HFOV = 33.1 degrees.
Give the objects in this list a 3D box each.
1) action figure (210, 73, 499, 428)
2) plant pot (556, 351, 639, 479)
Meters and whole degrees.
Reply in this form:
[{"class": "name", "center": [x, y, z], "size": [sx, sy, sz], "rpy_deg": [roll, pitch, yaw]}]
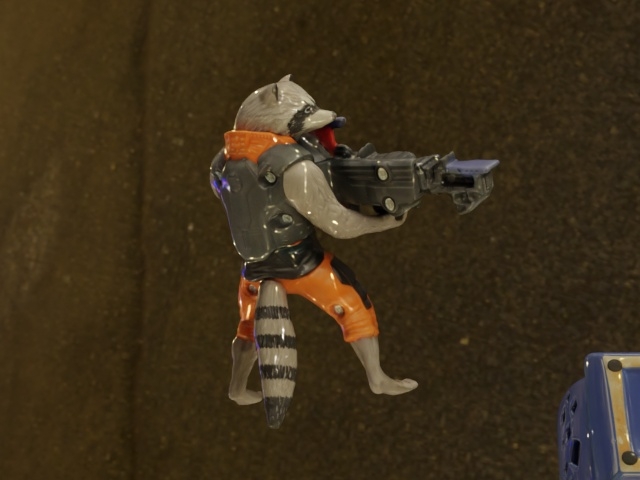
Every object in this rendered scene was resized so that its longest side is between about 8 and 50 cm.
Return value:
[{"class": "action figure", "center": [0.000, 0.000, 1.049], "size": [0.341, 0.178, 0.330], "rpy_deg": [-7, 97, 40]}, {"class": "plant pot", "center": [0.438, 0.272, 1.384], "size": [0.212, 0.236, 0.236], "rpy_deg": [86, -173, -52]}]
